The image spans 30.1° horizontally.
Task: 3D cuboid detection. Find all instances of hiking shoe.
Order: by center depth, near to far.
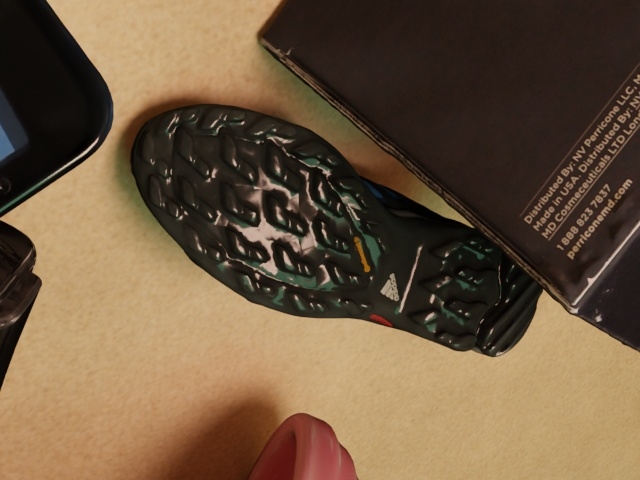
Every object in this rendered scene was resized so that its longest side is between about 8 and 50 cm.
[{"bbox_3d":[0.000,0.000,0.802,0.304,0.132,0.113,26,86,-26],"label":"hiking shoe"}]

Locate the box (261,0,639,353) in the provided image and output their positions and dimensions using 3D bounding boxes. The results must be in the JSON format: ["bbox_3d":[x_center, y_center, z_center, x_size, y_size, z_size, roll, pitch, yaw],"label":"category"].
[{"bbox_3d":[0.173,-0.072,0.740,0.296,0.294,0.183,26,104,-49],"label":"box"}]

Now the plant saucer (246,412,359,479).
[{"bbox_3d":[-0.039,0.296,0.881,0.084,0.332,0.332,22,114,-7],"label":"plant saucer"}]

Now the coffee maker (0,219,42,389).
[{"bbox_3d":[-0.224,0.088,0.646,0.120,0.171,0.178,10,117,-26],"label":"coffee maker"}]

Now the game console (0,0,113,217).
[{"bbox_3d":[-0.272,-0.087,0.448,0.293,0.173,0.250,-36,141,-10],"label":"game console"}]
